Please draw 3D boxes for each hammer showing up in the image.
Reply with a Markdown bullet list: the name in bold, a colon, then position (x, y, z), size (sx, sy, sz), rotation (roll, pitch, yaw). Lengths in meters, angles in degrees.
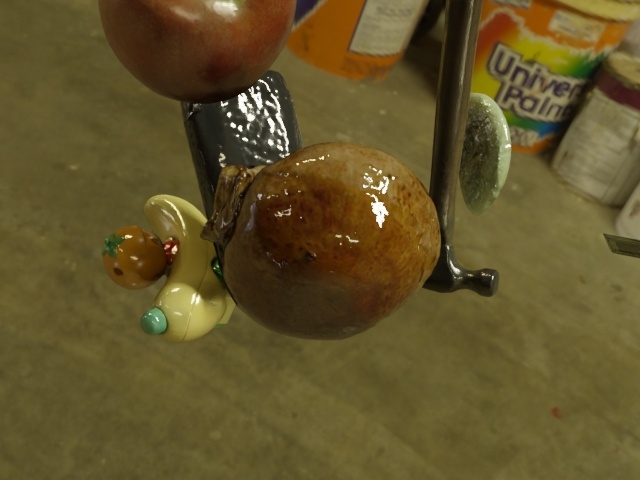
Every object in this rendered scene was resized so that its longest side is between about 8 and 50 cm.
- **hammer**: position (0.168, -0.152, 1.136), size (0.168, 0.440, 0.044), rotation (10, 9, 21)

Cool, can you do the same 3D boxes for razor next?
- **razor**: position (-0.107, -0.103, 1.423), size (0.189, 0.327, 0.107), rotation (-14, 3, -29)

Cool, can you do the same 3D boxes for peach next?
- **peach**: position (-0.147, -0.290, 1.118), size (0.252, 0.252, 0.252), rotation (15, 35, -11)

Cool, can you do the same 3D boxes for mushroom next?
- **mushroom**: position (-0.011, 0.004, 1.089), size (0.283, 0.263, 0.195), rotation (22, 39, 17)

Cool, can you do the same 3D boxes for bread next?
- **bread**: position (0.238, -0.146, 1.346), size (0.036, 0.112, 0.193), rotation (1, 68, -28)

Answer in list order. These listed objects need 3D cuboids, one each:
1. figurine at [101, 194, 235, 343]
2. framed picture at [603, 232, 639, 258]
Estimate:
- **figurine**: position (-0.261, 0.041, 1.522), size (0.222, 0.124, 0.324), rotation (3, 41, -28)
- **framed picture**: position (0.559, 0.019, 1.532), size (0.142, 0.011, 0.183), rotation (12, -4, 22)
